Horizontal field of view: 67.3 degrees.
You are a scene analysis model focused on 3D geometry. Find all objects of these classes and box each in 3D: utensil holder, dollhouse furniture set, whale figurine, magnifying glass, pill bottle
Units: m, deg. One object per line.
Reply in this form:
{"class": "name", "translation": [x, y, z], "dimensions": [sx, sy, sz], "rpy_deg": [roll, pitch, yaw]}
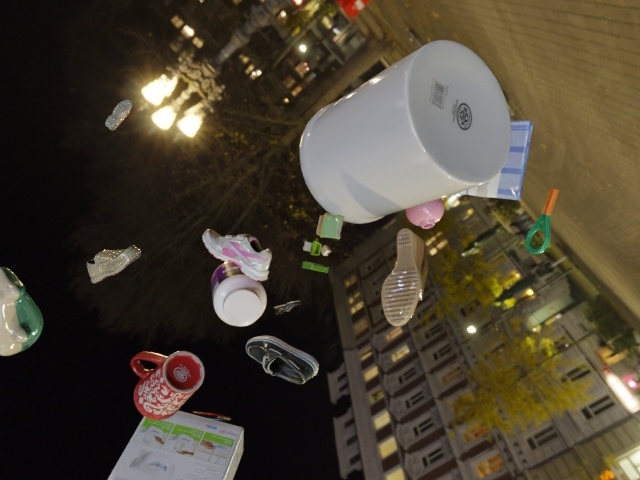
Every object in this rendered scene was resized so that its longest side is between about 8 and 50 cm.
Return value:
{"class": "utensil holder", "translation": [0.187, -0.229, 1.118], "dimensions": [0.328, 0.386, 0.327], "rpy_deg": [5, -100, -32]}
{"class": "dollhouse furniture set", "translation": [0.000, 0.000, 1.184], "dimensions": [0.059, 0.151, 0.076], "rpy_deg": [17, 174, -41]}
{"class": "whale figurine", "translation": [-0.836, 0.187, 1.317], "dimensions": [0.216, 0.271, 0.141], "rpy_deg": [40, -147, 19]}
{"class": "magnifying glass", "translation": [0.768, -0.065, 1.651], "dimensions": [0.026, 0.230, 0.092], "rpy_deg": [12, -172, -18]}
{"class": "pill bottle", "translation": [-0.292, 0.189, 1.711], "dimensions": [0.181, 0.181, 0.323], "rpy_deg": [45, 177, -19]}

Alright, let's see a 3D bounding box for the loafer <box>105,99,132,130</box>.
{"class": "loafer", "translation": [-0.715, -0.447, 1.714], "dimensions": [0.045, 0.125, 0.039], "rpy_deg": [33, 167, 10]}

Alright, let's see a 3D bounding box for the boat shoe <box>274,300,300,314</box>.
{"class": "boat shoe", "translation": [-0.150, 0.310, 2.226], "dimensions": [0.049, 0.133, 0.041], "rpy_deg": [33, -141, -69]}

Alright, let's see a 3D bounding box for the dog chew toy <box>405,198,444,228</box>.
{"class": "dog chew toy", "translation": [0.344, -0.197, 1.681], "dimensions": [0.207, 0.207, 0.331], "rpy_deg": [28, -131, -52]}

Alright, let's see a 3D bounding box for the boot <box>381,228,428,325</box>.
{"class": "boot", "translation": [0.225, 0.113, 1.172], "dimensions": [0.207, 0.090, 0.248], "rpy_deg": [49, -133, -53]}

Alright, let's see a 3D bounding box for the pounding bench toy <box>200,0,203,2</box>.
{"class": "pounding bench toy", "translation": [-0.264, -0.609, 1.127], "dimensions": [0.052, 0.065, 0.083], "rpy_deg": [50, -140, -36]}

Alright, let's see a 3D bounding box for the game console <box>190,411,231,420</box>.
{"class": "game console", "translation": [-0.361, 0.580, 1.490], "dimensions": [0.144, 0.124, 0.085], "rpy_deg": [70, -156, -65]}

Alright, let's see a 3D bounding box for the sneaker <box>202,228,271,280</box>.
{"class": "sneaker", "translation": [-0.255, 0.022, 1.530], "dimensions": [0.253, 0.111, 0.103], "rpy_deg": [30, -169, 7]}

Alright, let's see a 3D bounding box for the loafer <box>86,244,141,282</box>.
{"class": "loafer", "translation": [-0.754, 0.074, 1.725], "dimensions": [0.092, 0.269, 0.102], "rpy_deg": [58, -152, -13]}

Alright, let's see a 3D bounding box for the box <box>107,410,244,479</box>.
{"class": "box", "translation": [-0.354, 0.567, 1.207], "dimensions": [0.262, 0.126, 0.231], "rpy_deg": [11, -141, 6]}

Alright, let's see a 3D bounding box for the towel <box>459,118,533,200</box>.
{"class": "towel", "translation": [0.392, -0.223, 1.267], "dimensions": [0.285, 0.209, 0.034], "rpy_deg": [11, -167, 26]}

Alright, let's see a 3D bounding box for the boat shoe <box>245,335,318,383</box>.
{"class": "boat shoe", "translation": [-0.173, 0.466, 1.892], "dimensions": [0.119, 0.336, 0.120], "rpy_deg": [-28, -57, -55]}

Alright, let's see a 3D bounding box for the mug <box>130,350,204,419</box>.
{"class": "mug", "translation": [-0.345, 0.310, 1.053], "dimensions": [0.150, 0.169, 0.113], "rpy_deg": [26, -134, -21]}
